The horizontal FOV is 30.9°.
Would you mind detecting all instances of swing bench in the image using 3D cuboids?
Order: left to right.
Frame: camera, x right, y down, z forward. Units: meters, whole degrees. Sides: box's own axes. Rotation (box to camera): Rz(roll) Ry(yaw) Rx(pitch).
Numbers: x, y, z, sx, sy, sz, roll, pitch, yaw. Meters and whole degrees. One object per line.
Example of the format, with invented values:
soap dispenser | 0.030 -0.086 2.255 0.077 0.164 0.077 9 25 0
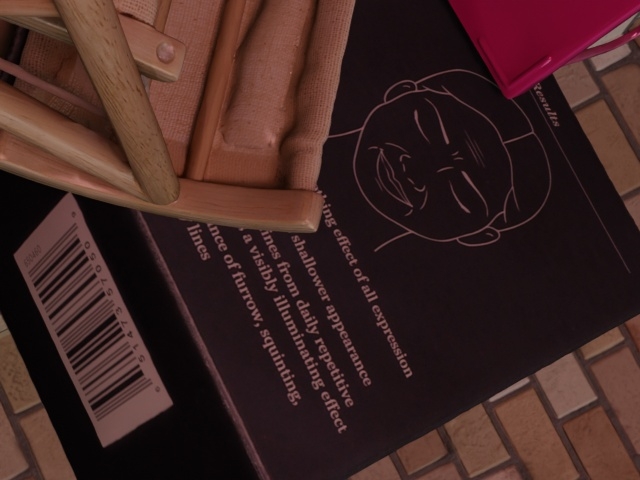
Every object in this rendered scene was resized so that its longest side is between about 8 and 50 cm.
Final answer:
swing bench | -0.085 -0.165 0.516 0.165 0.253 0.254 6 164 20

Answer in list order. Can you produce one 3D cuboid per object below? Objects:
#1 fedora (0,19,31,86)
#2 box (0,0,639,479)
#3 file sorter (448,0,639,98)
fedora | -0.300 -0.119 0.657 0.334 0.334 0.152 -32 137 26
box | 0.000 0.000 0.801 0.395 0.293 0.212 -19 169 -40
file sorter | 0.172 -0.286 0.798 0.182 0.290 0.202 -22 170 -46
